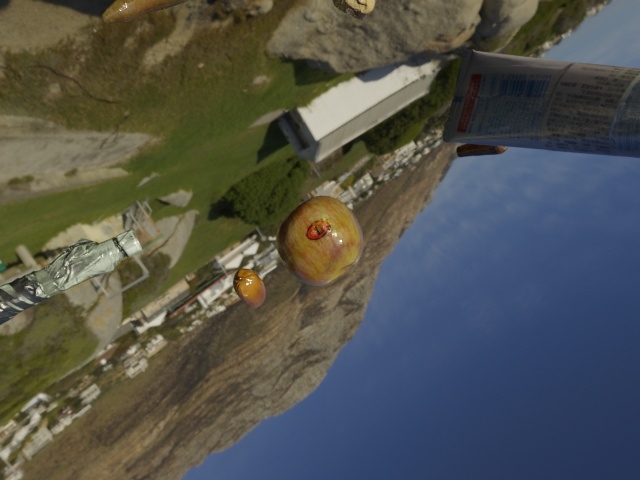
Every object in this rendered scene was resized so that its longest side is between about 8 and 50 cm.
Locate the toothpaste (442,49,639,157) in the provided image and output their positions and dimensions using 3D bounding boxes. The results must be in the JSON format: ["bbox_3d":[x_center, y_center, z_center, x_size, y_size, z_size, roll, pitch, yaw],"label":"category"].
[{"bbox_3d":[0.198,-0.108,0.372,0.057,0.089,0.234,1,-162,-39],"label":"toothpaste"}]

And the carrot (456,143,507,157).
[{"bbox_3d":[0.268,-0.154,0.761,0.032,0.032,0.093,-37,-161,-26],"label":"carrot"}]

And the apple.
[{"bbox_3d":[0.000,0.000,1.097,0.211,0.188,0.211,-39,172,-6],"label":"apple"}]

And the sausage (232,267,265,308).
[{"bbox_3d":[-0.133,0.096,0.886,0.054,0.062,0.183,2,160,2],"label":"sausage"}]

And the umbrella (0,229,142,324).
[{"bbox_3d":[-0.300,0.037,0.524,0.188,0.050,0.046,-29,-172,-17],"label":"umbrella"}]

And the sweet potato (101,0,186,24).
[{"bbox_3d":[-0.339,-0.505,0.933,0.243,0.077,0.077,-39,-168,-33],"label":"sweet potato"}]

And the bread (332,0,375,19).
[{"bbox_3d":[0.056,-0.463,0.825,0.067,0.119,0.192,-8,-171,-6],"label":"bread"}]
